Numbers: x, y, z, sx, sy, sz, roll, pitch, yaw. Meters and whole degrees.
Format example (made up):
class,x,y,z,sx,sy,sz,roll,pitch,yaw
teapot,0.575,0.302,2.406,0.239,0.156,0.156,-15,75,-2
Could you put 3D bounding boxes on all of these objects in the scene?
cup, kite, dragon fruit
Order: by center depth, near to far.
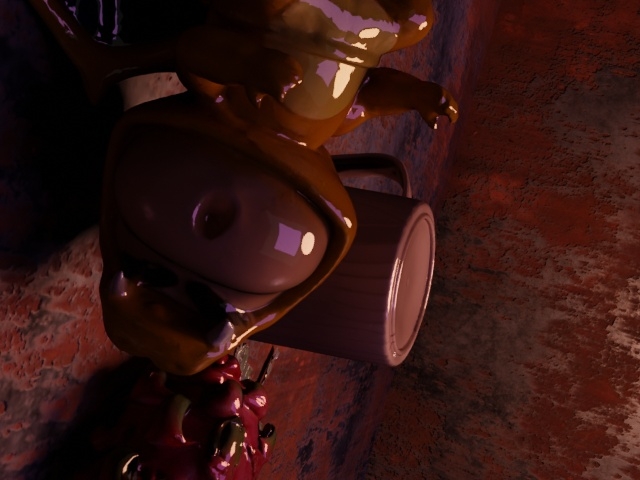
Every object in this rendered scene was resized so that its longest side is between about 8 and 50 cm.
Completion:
class,x,y,z,sx,sy,sz,roll,pitch,yaw
dragon fruit,-0.163,0.229,0.887,0.198,0.218,0.272,62,20,10
cup,-0.001,0.018,1.041,0.288,0.273,0.208,-42,138,-58
kite,-0.125,0.279,1.331,0.323,0.013,0.268,88,25,-47

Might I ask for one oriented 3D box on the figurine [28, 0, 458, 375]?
class,x,y,z,sx,sy,sz,roll,pitch,yaw
figurine,-0.039,-0.108,0.715,0.401,0.268,0.387,-10,132,-53

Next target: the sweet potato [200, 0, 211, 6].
class,x,y,z,sx,sy,sz,roll,pitch,yaw
sweet potato,-0.114,-0.234,0.816,0.233,0.062,0.081,1,108,-70
